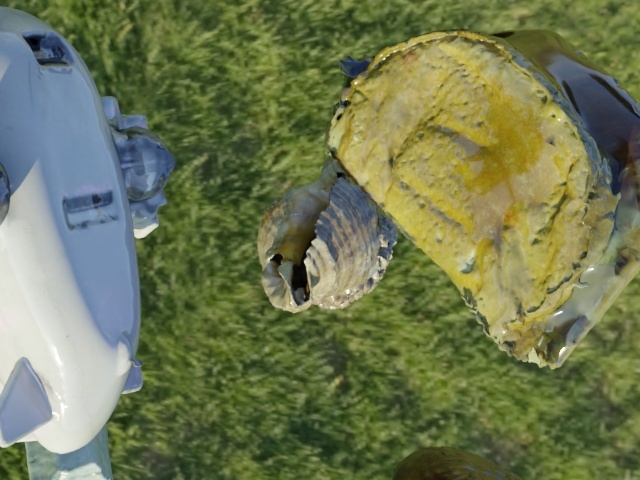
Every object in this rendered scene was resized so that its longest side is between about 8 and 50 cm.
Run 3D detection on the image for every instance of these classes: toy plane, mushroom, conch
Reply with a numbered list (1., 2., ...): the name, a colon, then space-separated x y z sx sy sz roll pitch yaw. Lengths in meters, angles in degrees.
1. toy plane: -0.164 -0.004 0.631 0.252 0.118 0.252 23 63 -59
2. mushroom: 0.186 0.339 1.280 0.153 0.253 0.253 -46 125 10
3. conch: 0.000 0.000 1.252 0.245 0.163 0.178 -63 161 -66

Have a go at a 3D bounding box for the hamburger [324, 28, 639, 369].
1. hamburger: 0.149 -0.063 0.903 0.211 0.309 0.132 -45 149 13

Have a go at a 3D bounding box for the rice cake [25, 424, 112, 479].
1. rice cake: -0.231 0.137 1.011 0.063 0.069 0.206 70 1 -58
